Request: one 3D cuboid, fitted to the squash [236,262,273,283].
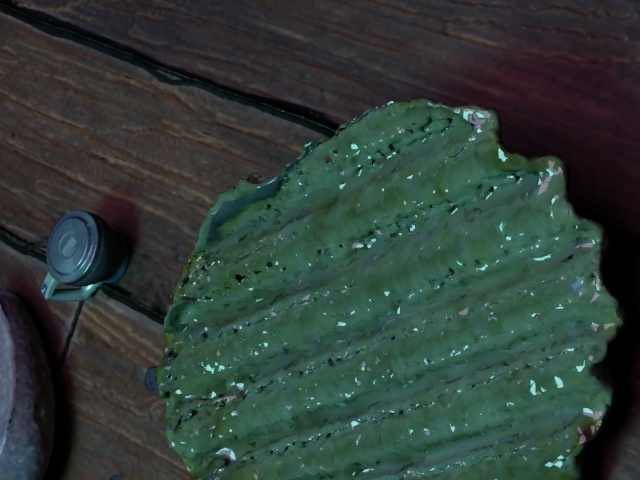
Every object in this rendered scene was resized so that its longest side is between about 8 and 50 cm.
[{"bbox_3d":[0.000,0.000,1.430,0.252,0.066,0.066,-10,73,41],"label":"squash"}]

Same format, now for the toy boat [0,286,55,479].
[{"bbox_3d":[-0.294,0.157,1.672,0.155,0.085,0.227,-36,46,21],"label":"toy boat"}]

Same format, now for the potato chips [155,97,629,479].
[{"bbox_3d":[0.037,0.100,1.332,0.429,0.070,0.358,-26,77,36],"label":"potato chips"}]

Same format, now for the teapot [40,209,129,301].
[{"bbox_3d":[-0.205,0.019,1.624,0.088,0.057,0.066,-54,48,15],"label":"teapot"}]
